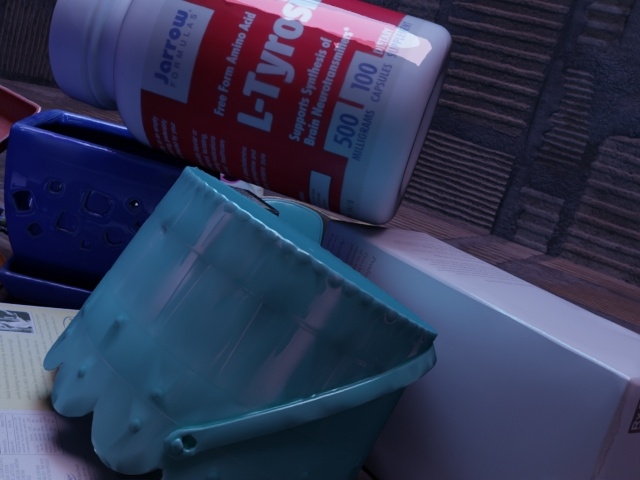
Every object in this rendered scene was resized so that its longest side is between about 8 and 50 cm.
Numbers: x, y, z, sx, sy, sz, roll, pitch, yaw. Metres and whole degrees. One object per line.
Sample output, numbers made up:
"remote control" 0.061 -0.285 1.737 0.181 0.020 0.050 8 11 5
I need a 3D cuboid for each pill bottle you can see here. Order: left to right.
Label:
"pill bottle" -0.078 -0.183 0.801 0.408 0.228 0.229 19 12 8

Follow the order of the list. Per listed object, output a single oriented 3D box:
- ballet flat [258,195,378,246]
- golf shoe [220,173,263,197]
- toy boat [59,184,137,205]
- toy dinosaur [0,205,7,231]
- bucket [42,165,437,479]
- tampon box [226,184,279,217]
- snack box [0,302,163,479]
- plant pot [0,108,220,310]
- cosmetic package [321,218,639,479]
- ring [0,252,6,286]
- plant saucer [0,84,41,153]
"ballet flat" 0.000 0.000 1.422 0.349 0.123 0.123 13 12 -12
"golf shoe" -0.235 -0.112 1.510 0.306 0.140 0.115 22 14 29
"toy boat" -0.352 -0.106 1.257 0.268 0.148 0.318 5 12 -15
"toy dinosaur" -0.477 -0.023 1.056 0.082 0.047 0.090 11 -24 18
"bucket" -0.054 0.081 0.567 0.281 0.183 0.281 34 2 -2
"tampon box" -0.160 -0.026 1.249 0.102 0.120 0.161 11 12 -28
"snack box" -0.247 0.132 0.548 0.187 0.060 0.322 10 13 -30
"plant pot" -0.266 -0.029 0.896 0.236 0.212 0.236 13 12 -12
"cosmetic package" 0.140 0.138 0.684 0.156 0.217 0.385 7 17 -38
"ring" -0.542 0.001 0.823 0.337 0.032 0.336 15 12 -3
"plant saucer" -0.535 -0.130 0.901 0.259 0.047 0.259 28 57 18
